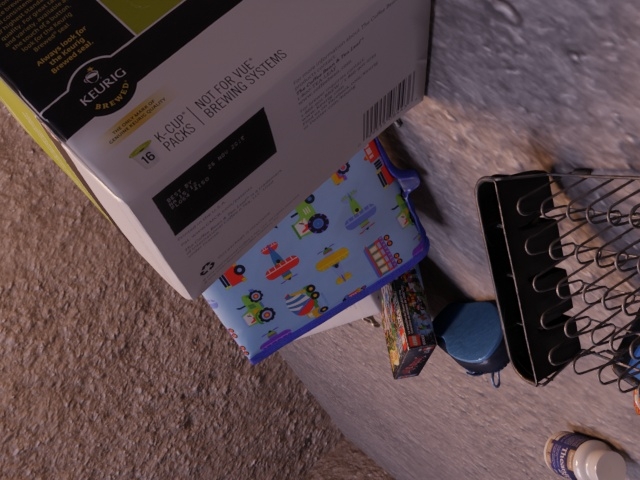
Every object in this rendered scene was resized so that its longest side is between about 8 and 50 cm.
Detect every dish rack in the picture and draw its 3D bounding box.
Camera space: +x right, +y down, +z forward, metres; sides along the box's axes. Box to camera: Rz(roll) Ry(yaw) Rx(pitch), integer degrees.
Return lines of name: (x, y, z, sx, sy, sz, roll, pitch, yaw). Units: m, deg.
dish rack: (0.248, 0.041, 0.646, 0.271, 0.074, 0.208, 15, 123, 65)

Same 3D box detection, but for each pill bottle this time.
pill bottle: (0.380, 0.316, 1.129, 0.067, 0.067, 0.120, 50, 166, -7)

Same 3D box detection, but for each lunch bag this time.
lunch bag: (-0.012, -0.018, 0.972, 0.221, 0.293, 0.138, 60, -170, -27)

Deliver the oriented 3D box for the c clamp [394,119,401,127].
c clamp: (0.016, -0.193, 0.944, 0.137, 0.022, 0.161, 55, 164, -27)

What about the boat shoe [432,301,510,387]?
boat shoe: (0.228, 0.137, 1.088, 0.089, 0.109, 0.258, 42, -177, -5)

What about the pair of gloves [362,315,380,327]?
pair of gloves: (-0.003, 0.066, 1.450, 0.240, 0.042, 0.204, 32, -173, -37)

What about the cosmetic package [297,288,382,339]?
cosmetic package: (-0.054, 0.020, 1.149, 0.138, 0.225, 0.224, -83, -31, -54)

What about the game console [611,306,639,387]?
game console: (0.321, 0.097, 0.669, 0.144, 0.085, 0.124, 36, 173, 39)

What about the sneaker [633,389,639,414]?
sneaker: (0.378, 0.181, 0.824, 0.067, 0.064, 0.175, -8, 130, 47)

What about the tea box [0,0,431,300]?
tea box: (-0.124, -0.186, 0.749, 0.323, 0.329, 0.220, 44, 166, 20)

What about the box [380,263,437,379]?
box: (0.129, 0.117, 1.231, 0.233, 0.044, 0.159, 90, 171, -69)
